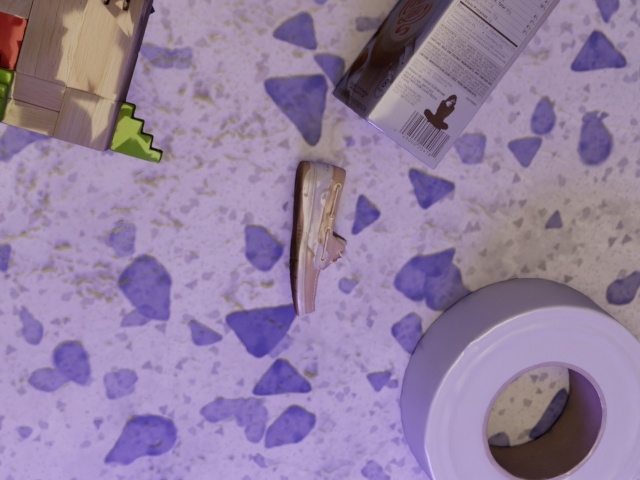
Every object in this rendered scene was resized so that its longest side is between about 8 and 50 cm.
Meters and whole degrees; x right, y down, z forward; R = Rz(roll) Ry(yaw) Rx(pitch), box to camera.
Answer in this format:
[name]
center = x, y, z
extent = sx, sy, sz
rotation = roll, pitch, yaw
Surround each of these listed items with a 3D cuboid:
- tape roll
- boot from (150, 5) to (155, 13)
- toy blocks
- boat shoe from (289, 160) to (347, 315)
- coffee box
[tape roll]
center = 0.239, 0.191, 1.694
extent = 0.286, 0.100, 0.286
rotation = -4, 108, -14
[boot]
center = -0.199, -0.284, 1.456
extent = 0.121, 0.045, 0.099
rotation = 28, 102, -22
[toy blocks]
center = -0.300, -0.247, 1.369
extent = 0.381, 0.191, 0.261
rotation = 15, 95, -4
[boat shoe]
center = 0.000, 0.000, 1.588
extent = 0.059, 0.063, 0.170
rotation = 2, 106, -9
[coffee box]
center = 0.135, -0.211, 1.516
extent = 0.098, 0.141, 0.246
rotation = 34, 95, -21
